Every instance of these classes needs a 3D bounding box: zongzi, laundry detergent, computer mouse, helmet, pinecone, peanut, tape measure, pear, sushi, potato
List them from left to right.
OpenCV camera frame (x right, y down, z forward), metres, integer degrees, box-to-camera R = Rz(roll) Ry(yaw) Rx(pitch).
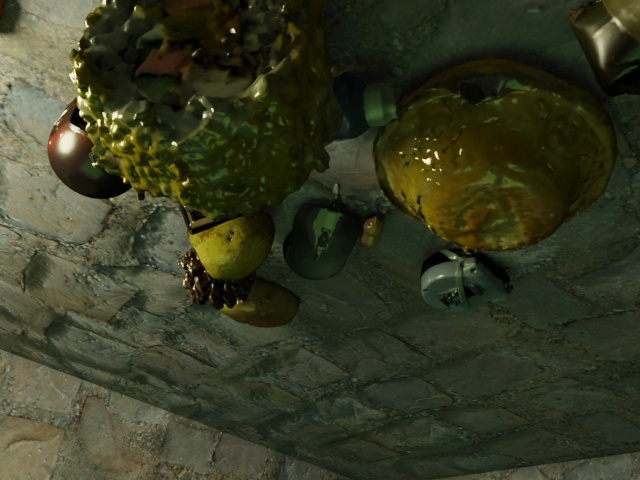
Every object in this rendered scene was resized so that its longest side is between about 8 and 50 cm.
[{"bbox_3d":[-0.437,-0.181,1.282,0.189,0.193,0.216,36,-179,-31],"label":"helmet"},{"bbox_3d":[-0.266,0.080,1.622,0.204,0.179,0.184,8,132,24],"label":"pinecone"},{"bbox_3d":[-0.143,-0.229,0.927,0.351,0.397,0.240,3,143,4],"label":"sushi"},{"bbox_3d":[-0.193,-0.014,1.450,0.197,0.197,0.197,7,147,5],"label":"pear"},{"bbox_3d":[-0.184,0.171,1.802,0.243,0.098,0.138,3,144,9],"label":"potato"},{"bbox_3d":[-0.005,-0.222,1.117,0.289,0.143,0.094,-2,139,19],"label":"laundry detergent"},{"bbox_3d":[0.000,0.000,1.503,0.167,0.090,0.379,12,145,-3],"label":"computer mouse"},{"bbox_3d":[0.117,-0.018,1.471,0.053,0.054,0.113,10,151,0],"label":"peanut"},{"bbox_3d":[0.330,0.099,1.539,0.182,0.107,0.181,31,135,-32],"label":"tape measure"},{"bbox_3d":[0.549,-0.304,0.875,0.317,0.154,0.289,9,149,-35],"label":"zongzi"}]

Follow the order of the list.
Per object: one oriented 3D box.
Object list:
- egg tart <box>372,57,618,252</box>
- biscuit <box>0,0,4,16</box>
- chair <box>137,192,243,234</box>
[{"bbox_3d":[0.302,-0.110,1.164,0.443,0.178,0.443,7,145,5],"label":"egg tart"},{"bbox_3d":[-0.619,-0.436,1.072,0.192,0.036,0.186,30,140,-29],"label":"biscuit"},{"bbox_3d":[-0.217,-0.113,1.284,0.272,0.188,0.166,-15,97,42],"label":"chair"}]
